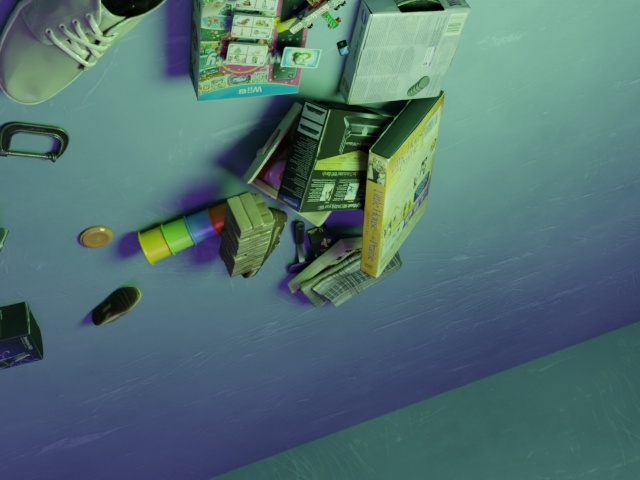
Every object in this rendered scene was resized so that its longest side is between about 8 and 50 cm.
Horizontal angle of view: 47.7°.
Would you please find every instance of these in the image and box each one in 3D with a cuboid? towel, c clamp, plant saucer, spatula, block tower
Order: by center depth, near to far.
[{"bbox_3d":[-0.620,-0.197,1.539,0.160,0.022,0.137,-1,136,-27],"label":"c clamp"},{"bbox_3d":[-0.192,-0.007,1.838,0.091,0.097,0.335,-20,164,-18],"label":"block tower"},{"bbox_3d":[-0.568,-0.006,1.841,0.083,0.013,0.083,-15,146,-10],"label":"plant saucer"},{"bbox_3d":[-0.060,0.027,2.166,0.084,0.030,0.296,-14,146,-8],"label":"spatula"},{"bbox_3d":[0.105,0.119,2.293,0.324,0.056,0.312,-28,163,3],"label":"towel"}]

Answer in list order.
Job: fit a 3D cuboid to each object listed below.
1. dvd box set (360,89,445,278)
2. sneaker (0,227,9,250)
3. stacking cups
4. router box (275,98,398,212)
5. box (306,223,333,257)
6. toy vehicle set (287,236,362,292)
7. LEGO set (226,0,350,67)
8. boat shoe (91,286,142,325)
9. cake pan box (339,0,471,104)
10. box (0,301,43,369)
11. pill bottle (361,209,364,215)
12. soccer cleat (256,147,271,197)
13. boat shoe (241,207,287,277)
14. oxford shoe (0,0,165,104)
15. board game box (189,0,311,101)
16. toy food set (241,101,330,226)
[{"bbox_3d":[0.204,-0.143,1.852,0.308,0.062,0.420,-52,156,-35],"label":"dvd box set"},{"bbox_3d":[-0.849,0.056,1.697,0.146,0.122,0.330,21,131,-24],"label":"sneaker"},{"bbox_3d":[-0.312,-0.043,1.879,0.316,0.096,0.096,-25,147,-3],"label":"stacking cups"},{"bbox_3d":[0.051,-0.195,1.709,0.309,0.081,0.243,-6,118,-52],"label":"router box"},{"bbox_3d":[0.000,0.000,2.144,0.062,0.052,0.083,-20,148,-4],"label":"box"},{"bbox_3d":[0.039,0.074,2.222,0.166,0.035,0.267,-7,154,-48],"label":"toy vehicle set"},{"bbox_3d":[-0.051,-0.414,1.383,0.244,0.060,0.182,-1,145,-16],"label":"LEGO set"},{"bbox_3d":[-0.570,0.186,2.078,0.190,0.068,0.072,-28,160,26],"label":"boat shoe"},{"bbox_3d":[0.185,-0.430,1.630,0.245,0.070,0.267,-12,146,-19],"label":"cake pan box"},{"bbox_3d":[-0.878,0.270,1.966,0.207,0.108,0.153,-13,145,-13],"label":"box"},{"bbox_3d":[0.155,-0.130,1.995,0.112,0.112,0.187,-18,146,-6],"label":"pill bottle"},{"bbox_3d":[-0.130,-0.162,1.831,0.076,0.068,0.196,-23,150,7],"label":"soccer cleat"},{"bbox_3d":[-0.155,0.013,2.038,0.095,0.095,0.257,-7,144,-32],"label":"boat shoe"},{"bbox_3d":[-0.423,-0.386,1.287,0.449,0.130,0.169,-35,146,21],"label":"oxford shoe"},{"bbox_3d":[-0.138,-0.426,1.424,0.224,0.097,0.303,-10,146,-18],"label":"board game box"},{"bbox_3d":[-0.030,-0.175,1.768,0.220,0.092,0.306,-55,140,3],"label":"toy food set"}]
